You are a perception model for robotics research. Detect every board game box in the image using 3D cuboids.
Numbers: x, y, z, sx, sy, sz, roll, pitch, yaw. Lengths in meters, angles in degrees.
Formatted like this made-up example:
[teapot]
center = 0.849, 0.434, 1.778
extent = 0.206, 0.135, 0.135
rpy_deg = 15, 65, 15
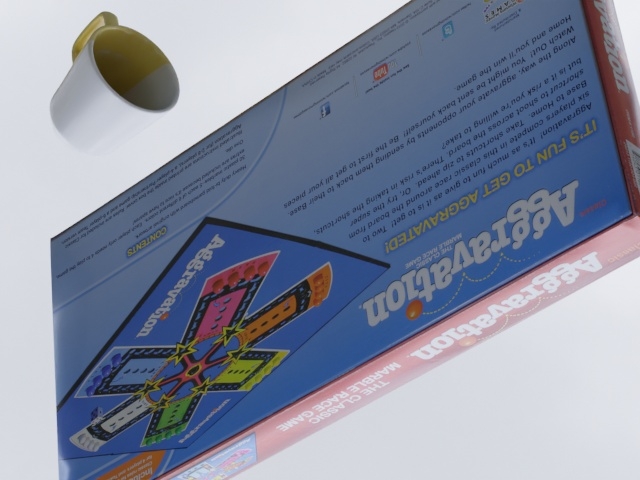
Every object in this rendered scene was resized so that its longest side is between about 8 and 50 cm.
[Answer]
[board game box]
center = 0.000, 0.000, 0.760
extent = 0.281, 0.027, 0.145
rpy_deg = -31, -132, 30

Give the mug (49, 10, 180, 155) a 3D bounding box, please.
[mug]
center = -0.122, -0.086, 1.141
extent = 0.062, 0.064, 0.078
rpy_deg = 37, -143, -15
